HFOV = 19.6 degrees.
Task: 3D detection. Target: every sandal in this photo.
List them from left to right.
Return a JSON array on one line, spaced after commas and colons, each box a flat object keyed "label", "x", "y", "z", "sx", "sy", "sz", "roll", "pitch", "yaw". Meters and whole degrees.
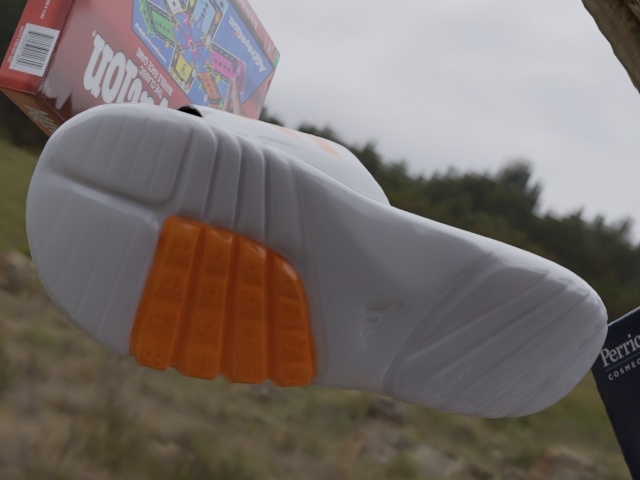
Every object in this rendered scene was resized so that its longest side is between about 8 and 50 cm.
[{"label": "sandal", "x": -0.004, "y": 0.009, "z": 0.760, "sx": 0.265, "sy": 0.102, "sz": 0.076, "roll": 19, "pitch": 20, "yaw": -29}]

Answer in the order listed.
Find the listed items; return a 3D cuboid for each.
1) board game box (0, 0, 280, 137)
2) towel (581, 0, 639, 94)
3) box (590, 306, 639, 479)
[{"label": "board game box", "x": -0.089, "y": -0.094, "z": 1.010, "sx": 0.027, "sy": 0.145, "sz": 0.281, "roll": 16, "pitch": -12, "yaw": 18}, {"label": "towel", "x": 0.173, "y": -0.100, "z": 0.455, "sx": 0.049, "sy": 0.282, "sz": 0.187, "roll": 1, "pitch": -46, "yaw": 54}, {"label": "box", "x": 0.243, "y": 0.107, "z": 0.896, "sx": 0.108, "sy": 0.207, "sz": 0.153, "roll": -1, "pitch": -27, "yaw": -43}]
